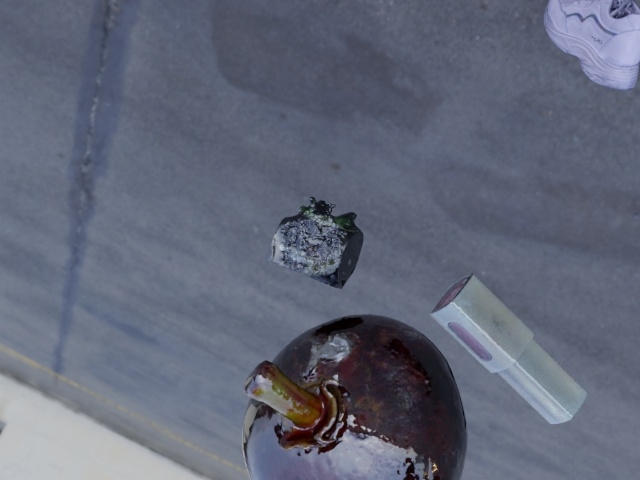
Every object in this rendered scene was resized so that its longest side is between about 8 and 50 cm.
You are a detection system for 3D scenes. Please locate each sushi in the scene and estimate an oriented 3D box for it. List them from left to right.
[{"bbox_3d":[0.000,0.000,0.976,0.083,0.084,0.056,23,-177,34],"label":"sushi"}]

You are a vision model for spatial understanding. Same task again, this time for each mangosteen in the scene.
[{"bbox_3d":[0.019,0.177,0.867,0.236,0.235,0.261,7,161,36],"label":"mangosteen"}]

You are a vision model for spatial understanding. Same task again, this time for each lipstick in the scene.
[{"bbox_3d":[0.283,0.165,1.341,0.253,0.077,0.079,44,152,-4],"label":"lipstick"}]

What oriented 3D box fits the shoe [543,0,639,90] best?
[{"bbox_3d":[0.464,-0.369,1.495,0.095,0.245,0.137,-5,137,-22],"label":"shoe"}]
